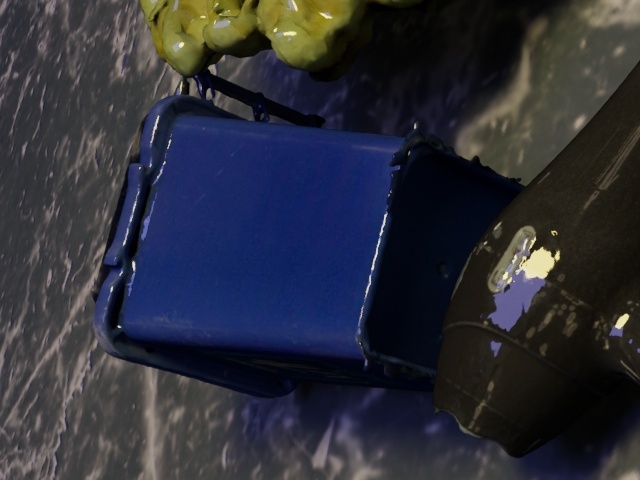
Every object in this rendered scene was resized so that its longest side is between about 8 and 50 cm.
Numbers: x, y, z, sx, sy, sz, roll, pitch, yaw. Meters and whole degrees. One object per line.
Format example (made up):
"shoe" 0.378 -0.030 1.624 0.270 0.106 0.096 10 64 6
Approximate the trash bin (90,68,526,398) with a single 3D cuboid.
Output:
"trash bin" 0.000 0.000 0.735 0.234 0.162 0.184 4 78 51

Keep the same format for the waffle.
"waffle" 0.019 -0.217 0.781 0.317 0.073 0.297 -43 33 -4

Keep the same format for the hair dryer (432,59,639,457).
"hair dryer" 0.186 0.028 0.546 0.272 0.091 0.235 35 94 43
